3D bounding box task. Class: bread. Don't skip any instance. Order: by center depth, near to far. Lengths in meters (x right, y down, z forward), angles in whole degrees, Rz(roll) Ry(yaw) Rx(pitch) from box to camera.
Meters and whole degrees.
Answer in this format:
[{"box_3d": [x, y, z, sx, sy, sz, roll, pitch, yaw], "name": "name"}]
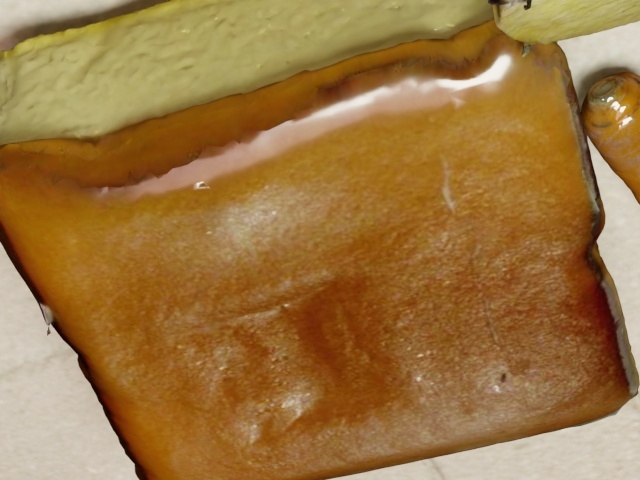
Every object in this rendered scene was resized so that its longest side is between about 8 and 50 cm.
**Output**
[{"box_3d": [0.000, 0.000, 0.905, 0.333, 0.143, 0.324, -13, 134, 11], "name": "bread"}]

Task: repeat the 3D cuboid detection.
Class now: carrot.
[{"box_3d": [0.213, -0.030, 0.951, 0.048, 0.048, 0.216, -20, 137, 18], "name": "carrot"}]

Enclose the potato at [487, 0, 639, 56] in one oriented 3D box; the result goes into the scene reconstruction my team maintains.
[{"box_3d": [0.171, -0.187, 0.738, 0.243, 0.138, 0.098, -17, 168, -4], "name": "potato"}]
